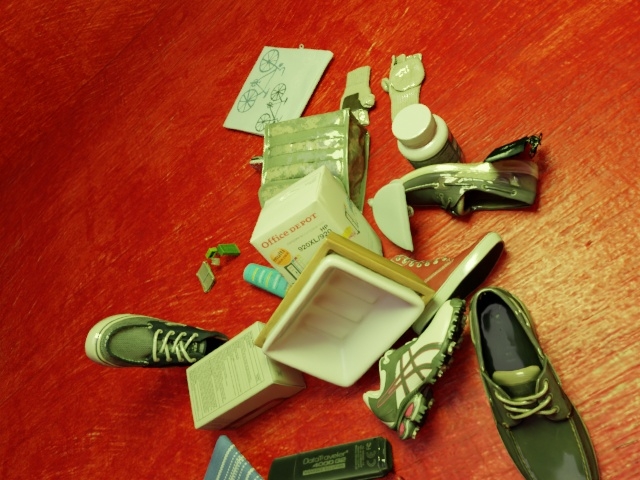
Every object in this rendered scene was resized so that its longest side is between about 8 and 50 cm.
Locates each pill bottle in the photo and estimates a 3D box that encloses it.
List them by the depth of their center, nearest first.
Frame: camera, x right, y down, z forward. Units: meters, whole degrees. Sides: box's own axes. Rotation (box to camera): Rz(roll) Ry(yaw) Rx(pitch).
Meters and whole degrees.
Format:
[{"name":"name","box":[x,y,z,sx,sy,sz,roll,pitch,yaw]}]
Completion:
[{"name":"pill bottle","box":[0.226,-0.201,0.944,0.108,0.180,0.107,-15,62,30]}]

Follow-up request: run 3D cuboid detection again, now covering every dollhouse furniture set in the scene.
[{"name":"dollhouse furniture set","box":[-0.295,0.073,1.291,0.076,0.059,0.151,52,122,31]}]

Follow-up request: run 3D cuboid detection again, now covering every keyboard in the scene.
[{"name":"keyboard","box":[0.370,-0.165,0.848,0.100,0.192,0.038,-20,97,31]}]

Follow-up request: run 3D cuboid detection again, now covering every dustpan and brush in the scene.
[{"name":"dustpan and brush","box":[0.147,-0.069,0.985,0.211,0.060,0.147,19,125,59]}]

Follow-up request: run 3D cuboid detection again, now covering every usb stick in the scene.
[{"name":"usb stick","box":[0.012,0.446,0.883,0.278,0.045,0.077,-24,34,25]}]

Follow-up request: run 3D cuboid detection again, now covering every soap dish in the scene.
[{"name":"soap dish","box":[0.038,0.134,0.857,0.290,0.229,0.118,-56,16,29]}]

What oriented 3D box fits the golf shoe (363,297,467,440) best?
[{"name":"golf shoe","box":[0.170,0.216,0.805,0.120,0.105,0.272,27,97,28]}]

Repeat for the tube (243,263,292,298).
[{"name":"tube","box":[-0.102,0.107,1.127,0.207,0.052,0.080,14,85,33]}]

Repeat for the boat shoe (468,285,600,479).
[{"name":"boat shoe","box":[0.313,0.235,0.713,0.132,0.130,0.355,-30,55,22]}]

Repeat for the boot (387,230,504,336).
[{"name":"boot","box":[0.227,0.046,0.895,0.244,0.088,0.176,-49,49,11]}]

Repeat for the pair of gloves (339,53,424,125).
[{"name":"pair of gloves","box":[0.155,-0.394,1.175,0.240,0.042,0.204,-1,68,34]}]

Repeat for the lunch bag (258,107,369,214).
[{"name":"lunch bag","box":[-0.016,-0.149,1.102,0.236,0.169,0.286,-2,78,26]}]

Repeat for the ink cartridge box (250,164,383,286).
[{"name":"ink cartridge box","box":[0.000,0.000,0.946,0.171,0.232,0.168,-31,25,22]}]

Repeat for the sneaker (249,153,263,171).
[{"name":"sneaker","box":[-0.127,-0.247,1.295,0.171,0.063,0.074,-9,65,27]}]

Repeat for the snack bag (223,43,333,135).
[{"name":"snack bag","box":[-0.136,-0.474,1.422,0.343,0.037,0.322,23,84,40]}]

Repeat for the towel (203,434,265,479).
[{"name":"towel","box":[-0.140,0.589,0.899,0.336,0.040,0.243,27,102,39]}]

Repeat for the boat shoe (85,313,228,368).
[{"name":"boat shoe","box":[-0.363,0.243,1.068,0.158,0.341,0.127,-2,79,24]}]

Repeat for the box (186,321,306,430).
[{"name":"box","box":[-0.173,0.315,1.024,0.232,0.127,0.148,-35,53,18]}]

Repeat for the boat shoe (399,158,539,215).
[{"name":"boat shoe","box":[0.285,-0.096,0.907,0.286,0.103,0.092,-3,63,28]}]
